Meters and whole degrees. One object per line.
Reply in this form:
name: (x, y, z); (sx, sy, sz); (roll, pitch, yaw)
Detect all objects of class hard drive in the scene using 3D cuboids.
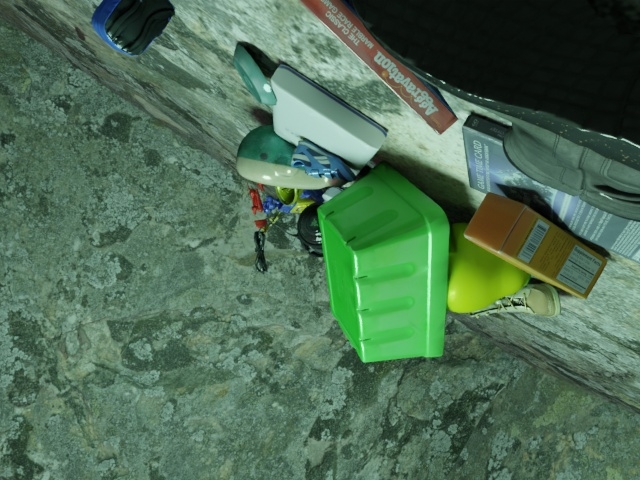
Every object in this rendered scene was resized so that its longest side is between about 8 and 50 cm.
hard drive: (0.003, -0.210, 0.994); (0.210, 0.040, 0.318); (33, 176, -2)

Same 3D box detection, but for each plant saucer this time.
plant saucer: (-0.119, -0.283, 0.899); (0.119, 0.021, 0.119); (54, 175, 7)

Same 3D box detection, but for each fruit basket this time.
fruit basket: (0.209, 0.044, 1.028); (0.392, 0.392, 0.283); (36, -169, -39)

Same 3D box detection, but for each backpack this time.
backpack: (-0.328, -0.382, 0.884); (0.101, 0.120, 0.098); (28, 175, 39)

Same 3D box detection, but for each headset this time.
headset: (0.000, 0.000, 1.522); (0.393, 0.186, 0.243); (-2, 168, 0)

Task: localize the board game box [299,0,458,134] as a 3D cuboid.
board game box: (0.014, -0.220, 0.477); (0.281, 0.027, 0.145); (35, -154, -28)

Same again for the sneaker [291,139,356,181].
sneaker: (0.004, -0.146, 1.029); (0.144, 0.059, 0.053); (30, 173, 19)

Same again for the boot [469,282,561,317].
boot: (0.424, 0.139, 1.171); (0.164, 0.077, 0.213); (-6, -177, -6)

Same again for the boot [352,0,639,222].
boot: (0.179, -0.117, 0.446); (0.338, 0.118, 0.222); (37, -177, 12)

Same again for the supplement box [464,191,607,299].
supplement box: (0.324, 0.013, 0.764); (0.233, 0.080, 0.078); (26, -174, -33)

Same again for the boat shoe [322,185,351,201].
boat shoe: (0.095, -0.092, 1.219); (0.108, 0.102, 0.301); (39, -175, 21)

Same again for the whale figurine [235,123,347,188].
whale figurine: (-0.060, -0.193, 1.218); (0.271, 0.141, 0.216); (9, -174, 1)

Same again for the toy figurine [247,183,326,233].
toy figurine: (-0.067, -0.161, 1.577); (0.217, 0.192, 0.362); (-9, 165, -26)

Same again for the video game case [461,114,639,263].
video game case: (0.314, -0.057, 0.658); (0.274, 0.026, 0.196); (31, 175, 25)
